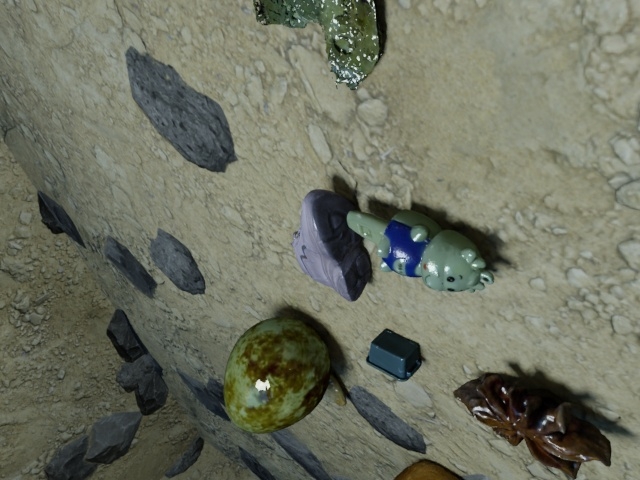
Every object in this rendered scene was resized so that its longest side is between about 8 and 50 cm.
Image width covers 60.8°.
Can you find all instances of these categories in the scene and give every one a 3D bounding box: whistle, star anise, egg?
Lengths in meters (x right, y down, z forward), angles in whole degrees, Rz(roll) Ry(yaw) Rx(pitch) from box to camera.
[{"bbox_3d":[0.140,0.013,0.805,0.245,0.092,0.110,25,154,29],"label":"whistle"},{"bbox_3d":[0.346,0.290,0.888,0.220,0.099,0.214,37,162,6],"label":"star anise"},{"bbox_3d":[-0.105,0.318,1.271,0.238,0.289,0.238,28,-174,-3],"label":"egg"}]

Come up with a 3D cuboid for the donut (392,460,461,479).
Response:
[{"bbox_3d":[0.306,0.689,1.334,0.317,0.150,0.299,52,148,-12],"label":"donut"}]

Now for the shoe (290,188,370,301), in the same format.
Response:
[{"bbox_3d":[0.000,0.000,0.956,0.138,0.095,0.245,18,146,34],"label":"shoe"}]

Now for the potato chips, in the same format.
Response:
[{"bbox_3d":[-0.007,-0.299,0.682,0.220,0.029,0.202,46,146,4],"label":"potato chips"}]

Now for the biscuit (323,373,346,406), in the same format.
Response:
[{"bbox_3d":[-0.035,0.347,1.450,0.265,0.040,0.188,41,148,10],"label":"biscuit"}]

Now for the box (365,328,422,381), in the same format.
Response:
[{"bbox_3d":[0.144,0.220,1.067,0.099,0.074,0.054,22,127,34],"label":"box"}]
